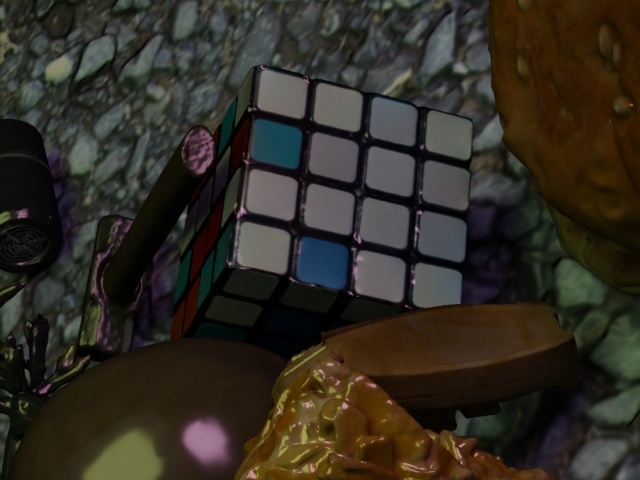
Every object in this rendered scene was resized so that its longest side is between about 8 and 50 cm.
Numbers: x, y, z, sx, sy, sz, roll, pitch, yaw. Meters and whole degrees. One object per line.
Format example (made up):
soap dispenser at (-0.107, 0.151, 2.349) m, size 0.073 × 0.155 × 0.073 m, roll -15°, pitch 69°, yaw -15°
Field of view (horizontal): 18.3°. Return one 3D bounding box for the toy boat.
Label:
toy boat at (0.068, 0.083, 1.176) m, size 0.064 × 0.206 × 0.072 m, roll 59°, pitch 141°, yaw 39°

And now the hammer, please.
hammer at (-0.121, -0.005, 1.376) m, size 0.365 × 0.043 × 0.111 m, roll 131°, pitch 150°, yaw -69°

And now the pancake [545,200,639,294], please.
pancake at (0.232, -0.072, 1.242) m, size 0.212 × 0.029 × 0.235 m, roll -2°, pitch 62°, yaw 44°

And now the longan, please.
longan at (-0.078, 0.185, 1.217) m, size 0.248 × 0.248 × 0.248 m, roll -24°, pitch 50°, yaw 32°

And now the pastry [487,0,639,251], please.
pastry at (0.234, -0.127, 1.084) m, size 0.316 × 0.184 × 0.284 m, roll -13°, pitch 85°, yaw 60°

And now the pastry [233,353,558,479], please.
pastry at (0.062, 0.179, 1.098) m, size 0.154 × 0.250 × 0.102 m, roll -59°, pitch 19°, yaw -6°

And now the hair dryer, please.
hair dryer at (-0.306, 0.007, 1.689) m, size 0.219 × 0.071 × 0.124 m, roll -41°, pitch 42°, yaw 26°

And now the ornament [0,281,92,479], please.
ornament at (-0.252, 0.156, 1.493) m, size 0.202 × 0.080 × 0.236 m, roll -17°, pitch 66°, yaw 45°

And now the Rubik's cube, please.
Rubik's cube at (0.000, 0.000, 1.283) m, size 0.151 × 0.154 × 0.155 m, roll 124°, pitch 155°, yaw -56°
